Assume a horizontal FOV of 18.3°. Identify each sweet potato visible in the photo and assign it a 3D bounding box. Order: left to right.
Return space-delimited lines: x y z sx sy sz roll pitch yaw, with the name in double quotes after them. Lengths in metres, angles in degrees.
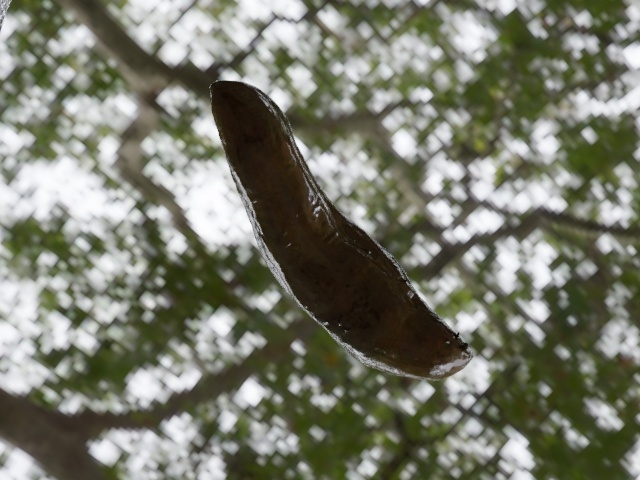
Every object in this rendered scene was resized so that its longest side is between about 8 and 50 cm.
-0.002 0.001 0.954 0.053 0.182 0.054 -38 -170 1 "sweet potato"

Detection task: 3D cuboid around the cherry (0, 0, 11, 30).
-0.162 -0.057 0.459 0.188 0.115 0.148 4 -83 12 "cherry"
